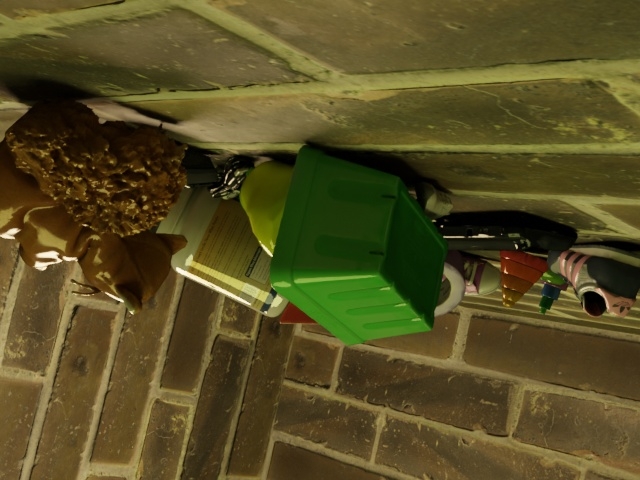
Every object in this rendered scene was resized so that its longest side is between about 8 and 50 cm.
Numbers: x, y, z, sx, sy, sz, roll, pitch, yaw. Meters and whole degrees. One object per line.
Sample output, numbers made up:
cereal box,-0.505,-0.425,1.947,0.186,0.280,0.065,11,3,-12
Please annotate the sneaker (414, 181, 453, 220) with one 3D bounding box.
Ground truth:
sneaker,0.193,-0.070,1.632,0.061,0.053,0.152,-11,168,3

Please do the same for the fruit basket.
fruit basket,0.000,0.000,1.633,0.392,0.282,0.392,12,162,4

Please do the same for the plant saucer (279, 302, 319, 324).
plant saucer,0.060,0.129,2.359,0.259,0.047,0.258,-1,-158,26

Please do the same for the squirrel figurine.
squirrel figurine,-0.394,-0.050,1.644,0.370,0.281,0.397,44,137,-13

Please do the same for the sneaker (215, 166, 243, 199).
sneaker,-0.176,-0.112,1.961,0.058,0.052,0.135,8,173,10

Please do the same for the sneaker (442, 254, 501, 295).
sneaker,0.304,0.065,2.326,0.282,0.102,0.161,12,170,7

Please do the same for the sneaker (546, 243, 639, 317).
sneaker,0.517,0.080,1.867,0.112,0.131,0.319,15,176,-7

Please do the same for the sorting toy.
sorting toy,0.478,0.108,2.165,0.127,0.126,0.365,20,178,29

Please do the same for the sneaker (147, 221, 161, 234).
sneaker,-0.447,-0.019,2.614,0.483,0.202,0.185,8,172,39

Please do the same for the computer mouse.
computer mouse,-0.271,-0.130,1.783,0.272,0.072,0.188,17,161,-18

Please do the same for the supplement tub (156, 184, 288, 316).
supplement tub,-0.188,0.007,2.094,0.316,0.228,0.228,26,172,-4

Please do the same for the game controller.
game controller,0.335,-0.013,1.825,0.167,0.067,0.319,0,-179,-27

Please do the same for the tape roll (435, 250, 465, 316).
tape roll,0.243,0.088,2.238,0.189,0.080,0.189,3,128,3
